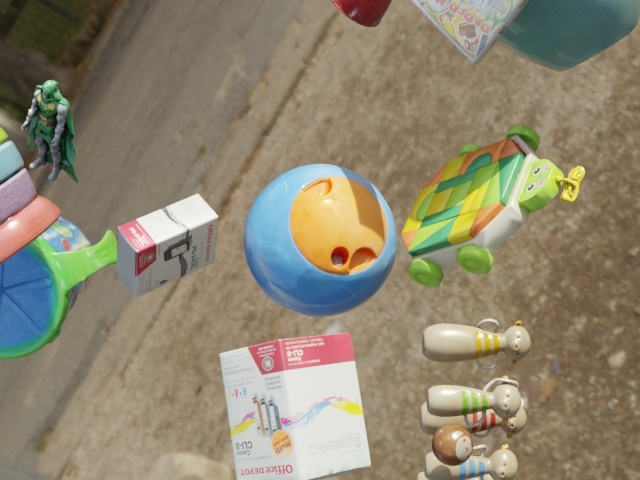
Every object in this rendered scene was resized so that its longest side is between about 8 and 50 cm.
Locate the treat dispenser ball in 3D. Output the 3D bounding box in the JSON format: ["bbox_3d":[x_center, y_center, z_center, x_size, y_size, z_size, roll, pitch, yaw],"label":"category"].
[{"bbox_3d":[0.000,0.000,1.897,0.288,0.288,0.288,-48,25,31],"label":"treat dispenser ball"}]

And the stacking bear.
[{"bbox_3d":[-0.436,-0.101,1.111,0.164,0.289,0.175,-29,15,18],"label":"stacking bear"}]

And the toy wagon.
[{"bbox_3d":[0.267,-0.067,1.606,0.344,0.068,0.267,-21,38,55],"label":"toy wagon"}]

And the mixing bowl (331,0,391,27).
[{"bbox_3d":[0.087,-0.524,1.999,0.098,0.181,0.181,-36,32,37],"label":"mixing bowl"}]

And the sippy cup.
[{"bbox_3d":[-0.504,0.058,1.736,0.224,0.306,0.240,-54,-19,-72],"label":"sippy cup"}]

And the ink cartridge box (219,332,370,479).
[{"bbox_3d":[-0.033,0.217,1.288,0.128,0.127,0.176,-18,78,44],"label":"ink cartridge box"}]

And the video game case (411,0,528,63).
[{"bbox_3d":[0.196,-0.390,1.361,0.026,0.227,0.206,-18,-29,-51],"label":"video game case"}]

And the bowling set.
[{"bbox_3d":[0.218,0.266,1.374,0.200,0.154,0.287,-92,3,-75],"label":"bowling set"}]

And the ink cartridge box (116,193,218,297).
[{"bbox_3d":[-0.238,0.007,1.578,0.063,0.150,0.109,45,144,29],"label":"ink cartridge box"}]

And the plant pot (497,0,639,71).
[{"bbox_3d":[0.375,-0.376,1.542,0.290,0.195,0.290,-32,7,4],"label":"plant pot"}]

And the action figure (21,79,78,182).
[{"bbox_3d":[-0.523,-0.218,1.945,0.063,0.137,0.232,-51,-15,-41],"label":"action figure"}]
